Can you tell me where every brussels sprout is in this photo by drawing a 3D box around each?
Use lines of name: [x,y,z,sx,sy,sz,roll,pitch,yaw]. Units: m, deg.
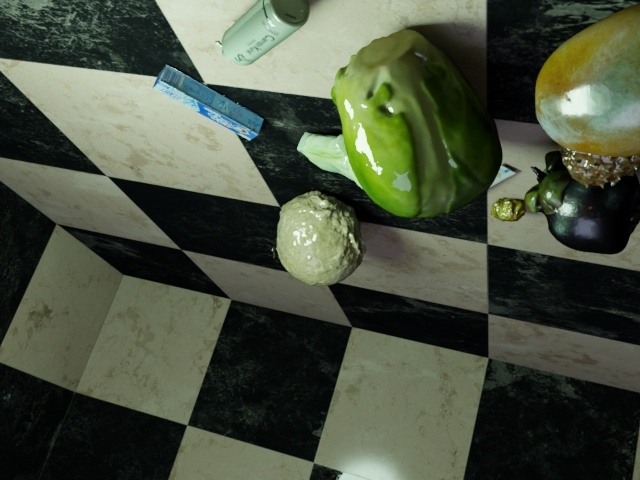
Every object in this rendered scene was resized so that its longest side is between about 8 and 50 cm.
brussels sprout: [0.190,-0.207,1.334,0.276,0.315,0.371,-20,139,23]

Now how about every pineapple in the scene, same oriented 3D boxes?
pineapple: [0.603,-0.204,1.207,0.165,0.165,0.364,32,148,-35]

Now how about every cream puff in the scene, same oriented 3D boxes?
cream puff: [0.472,-0.074,1.757,0.083,0.058,0.083,17,162,-4]

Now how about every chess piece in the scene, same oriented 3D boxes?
chess piece: [0.079,-0.199,1.663,0.176,0.176,0.298,30,170,-31]

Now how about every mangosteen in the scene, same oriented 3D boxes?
mangosteen: [0.547,-0.085,1.454,0.243,0.243,0.243,15,160,6]

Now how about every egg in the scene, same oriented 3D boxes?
egg: [0.000,0.000,2.069,0.279,0.279,0.310,8,146,24]

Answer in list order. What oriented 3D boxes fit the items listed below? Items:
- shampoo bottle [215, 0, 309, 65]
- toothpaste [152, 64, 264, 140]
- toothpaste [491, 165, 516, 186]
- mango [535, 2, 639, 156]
shampoo bottle: [-0.121,-0.401,1.344,0.085,0.085,0.262,28,159,-26]
toothpaste: [-0.270,-0.331,1.700,0.272,0.053,0.066,26,159,-24]
toothpaste: [0.399,-0.140,1.691,0.048,0.031,0.190,25,156,-14]
mango: [0.501,-0.246,1.056,0.384,0.221,0.199,-9,-173,43]
